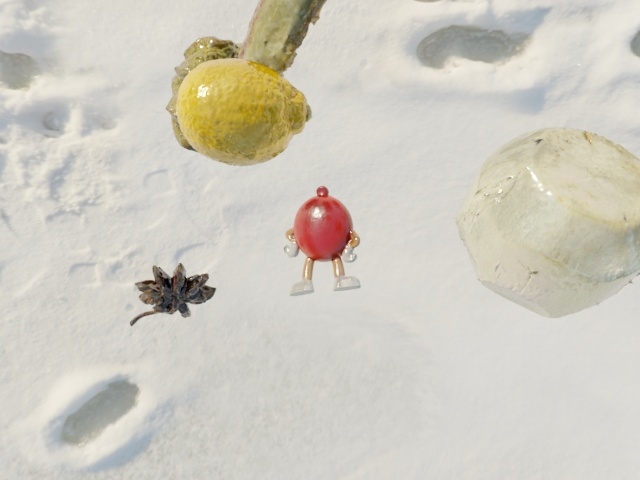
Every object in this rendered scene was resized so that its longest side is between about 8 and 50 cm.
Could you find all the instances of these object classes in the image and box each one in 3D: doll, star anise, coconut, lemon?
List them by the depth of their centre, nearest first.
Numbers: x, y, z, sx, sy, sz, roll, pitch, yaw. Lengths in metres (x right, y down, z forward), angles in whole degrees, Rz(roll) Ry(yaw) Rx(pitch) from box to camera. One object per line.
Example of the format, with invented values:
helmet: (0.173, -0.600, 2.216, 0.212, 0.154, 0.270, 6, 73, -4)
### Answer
coconut: (0.211, -0.014, 0.452, 0.161, 0.161, 0.162, 0, 146, -7)
lemon: (-0.104, -0.170, 0.651, 0.187, 0.142, 0.142, 4, 102, 5)
doll: (0.000, 0.000, 0.993, 0.183, 0.085, 0.217, -9, 83, 26)
star anise: (-0.335, 0.137, 1.107, 0.177, 0.073, 0.234, 7, 141, -21)

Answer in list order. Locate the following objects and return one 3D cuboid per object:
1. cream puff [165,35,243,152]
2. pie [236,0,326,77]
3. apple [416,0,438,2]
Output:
cream puff: (-0.213, -0.299, 1.013, 0.244, 0.244, 0.196, -34, 94, 1)
pie: (-0.041, -0.384, 0.775, 0.092, 0.315, 0.315, 26, 98, -14)
apple: (0.237, -0.615, 0.982, 0.261, 0.261, 0.194, -41, 126, 3)
